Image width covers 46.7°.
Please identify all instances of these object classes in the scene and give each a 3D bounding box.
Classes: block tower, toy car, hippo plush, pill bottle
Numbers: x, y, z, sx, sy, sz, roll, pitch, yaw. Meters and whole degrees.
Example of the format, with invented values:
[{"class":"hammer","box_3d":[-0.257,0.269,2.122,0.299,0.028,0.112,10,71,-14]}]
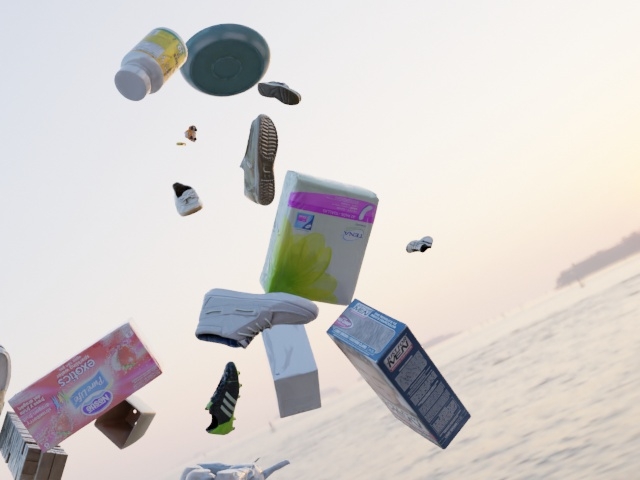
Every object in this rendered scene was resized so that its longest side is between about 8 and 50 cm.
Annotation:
[{"class":"block tower","box_3d":[-0.708,0.504,1.800,0.091,0.097,0.335,19,-7,-32]},{"class":"toy car","box_3d":[-0.450,-0.350,2.461,0.040,0.060,0.122,2,16,16]},{"class":"hippo plush","box_3d":[-0.257,0.734,2.026,0.234,0.236,0.294,-6,-9,32]},{"class":"pill bottle","box_3d":[-0.428,-0.440,1.861,0.117,0.117,0.208,-35,21,41]}]

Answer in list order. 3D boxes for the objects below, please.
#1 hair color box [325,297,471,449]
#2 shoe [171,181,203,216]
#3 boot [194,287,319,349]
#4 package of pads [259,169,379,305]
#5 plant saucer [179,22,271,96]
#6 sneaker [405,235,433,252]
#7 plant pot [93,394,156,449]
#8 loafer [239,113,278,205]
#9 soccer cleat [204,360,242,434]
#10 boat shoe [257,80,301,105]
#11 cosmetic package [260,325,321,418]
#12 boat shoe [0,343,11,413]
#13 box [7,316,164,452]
[{"class":"hair color box","box_3d":[0.171,0.289,1.590,0.105,0.347,0.174,-47,36,-15]},{"class":"shoe","box_3d":[-0.391,-0.121,2.133,0.076,0.058,0.219,-30,24,-10]},{"class":"boot","box_3d":[-0.137,0.180,1.579,0.258,0.123,0.095,3,-35,13]},{"class":"package of pads","box_3d":[0.000,0.000,1.767,0.229,0.296,0.101,11,11,-23]},{"class":"plant saucer","box_3d":[-0.319,-0.595,2.510,0.318,0.043,0.317,-11,-33,-7]},{"class":"sneaker","box_3d":[0.250,0.017,1.891,0.032,0.037,0.083,37,-46,-29]},{"class":"plant pot","box_3d":[-0.482,0.447,1.868,0.109,0.109,0.096,-61,-24,5]},{"class":"loafer","box_3d":[-0.186,-0.234,2.149,0.092,0.268,0.102,0,-5,33]},{"class":"soccer cleat","box_3d":[-0.228,0.370,1.727,0.072,0.179,0.060,4,8,-31]},{"class":"boat shoe","box_3d":[-0.108,-0.418,2.066,0.049,0.152,0.056,-39,-38,-37]},{"class":"cosmetic package","box_3d":[-0.091,0.369,2.219,0.138,0.224,0.224,-14,-40,-7]},{"class":"boat shoe","box_3d":[-0.882,0.424,1.957,0.113,0.302,0.103,10,12,-35]},{"class":"box","box_3d":[-0.510,0.313,1.643,0.300,0.142,0.154,-34,4,-11]}]
